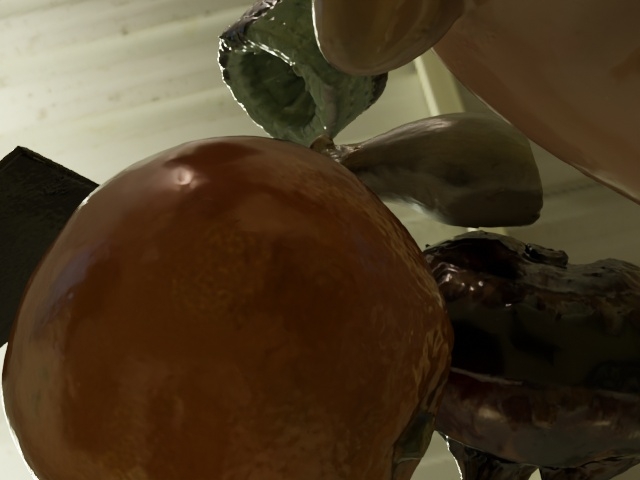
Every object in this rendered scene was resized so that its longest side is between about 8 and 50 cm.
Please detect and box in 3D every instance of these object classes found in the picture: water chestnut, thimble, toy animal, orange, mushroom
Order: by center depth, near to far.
[{"bbox_3d":[0.157,-0.114,0.436,0.256,0.213,0.195,33,-154,7],"label":"toy animal"},{"bbox_3d":[-0.059,0.080,0.773,0.312,0.312,0.312,-2,-121,4],"label":"orange"},{"bbox_3d":[0.093,-0.063,1.028,0.225,0.116,0.093,4,-144,15],"label":"mushroom"},{"bbox_3d":[0.188,0.136,1.037,0.300,0.300,0.300,-2,-121,4],"label":"water chestnut"},{"bbox_3d":[-0.020,-0.247,1.579,0.237,0.237,0.150,32,-118,21],"label":"thimble"}]

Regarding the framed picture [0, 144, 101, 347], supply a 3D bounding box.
[{"bbox_3d":[-0.349,0.044,1.145,0.324,0.244,0.013,-39,-115,9],"label":"framed picture"}]
